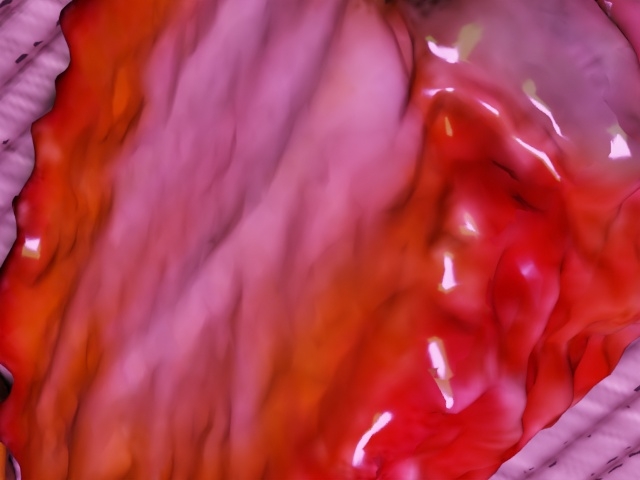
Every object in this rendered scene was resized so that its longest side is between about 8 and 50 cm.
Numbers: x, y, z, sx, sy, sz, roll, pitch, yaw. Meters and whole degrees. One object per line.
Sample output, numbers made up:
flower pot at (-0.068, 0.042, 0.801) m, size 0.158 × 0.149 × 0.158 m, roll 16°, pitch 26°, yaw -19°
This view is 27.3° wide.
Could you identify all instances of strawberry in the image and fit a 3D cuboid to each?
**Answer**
strawberry at (0.000, 0.000, 0.468) m, size 0.149 × 0.265 × 0.336 m, roll 7°, pitch 136°, yaw -37°

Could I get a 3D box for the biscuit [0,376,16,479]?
biscuit at (-0.213, 0.113, 0.570) m, size 0.170 × 0.050 × 0.170 m, roll 1°, pitch 103°, yaw 3°
